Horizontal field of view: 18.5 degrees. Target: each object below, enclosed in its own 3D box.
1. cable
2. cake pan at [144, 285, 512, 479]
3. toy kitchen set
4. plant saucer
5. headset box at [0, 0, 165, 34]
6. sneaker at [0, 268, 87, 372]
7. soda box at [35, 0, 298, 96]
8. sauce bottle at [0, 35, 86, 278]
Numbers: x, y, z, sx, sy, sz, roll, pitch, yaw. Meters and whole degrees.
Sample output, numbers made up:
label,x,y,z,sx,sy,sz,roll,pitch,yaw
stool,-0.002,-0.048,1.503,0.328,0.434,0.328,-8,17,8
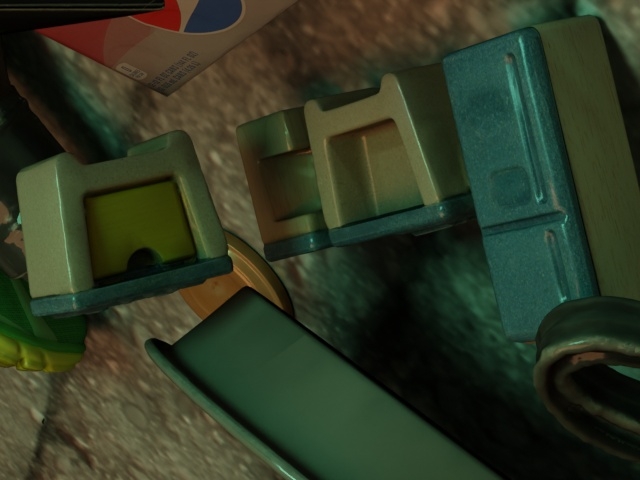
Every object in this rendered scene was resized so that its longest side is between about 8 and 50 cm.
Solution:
label,x,y,z,sx,sy,sz,roll,pitch,yaw
cable,0.188,0.119,0.777,0.139,0.072,0.287,-5,146,34
cake pan,0.050,0.116,0.905,0.293,0.054,0.293,36,178,1
toy kitchen set,0.000,0.000,0.796,0.207,0.166,0.122,-14,90,54
plant saucer,-0.052,0.026,1.065,0.083,0.013,0.083,29,146,22
headset box,-0.186,-0.193,0.722,0.246,0.131,0.283,2,96,48
sneaker,-0.226,-0.020,1.116,0.109,0.123,0.295,14,157,49
soda box,-0.030,-0.145,0.745,0.092,0.083,0.263,26,155,-21
sauce bottle,-0.244,-0.129,1.004,0.344,0.111,0.111,52,147,-11
